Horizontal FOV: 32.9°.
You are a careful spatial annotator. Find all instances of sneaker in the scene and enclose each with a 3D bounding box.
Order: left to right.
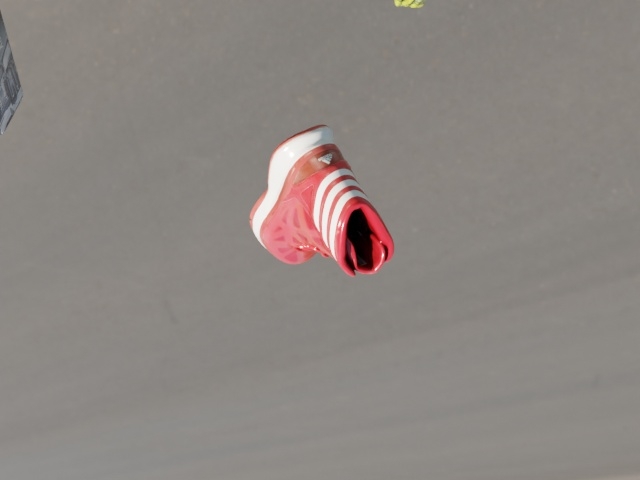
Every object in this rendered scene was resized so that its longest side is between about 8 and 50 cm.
[{"bbox_3d":[0.000,0.000,1.017,0.087,0.128,0.221,-26,159,-13],"label":"sneaker"}]

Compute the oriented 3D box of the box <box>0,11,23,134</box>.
[{"bbox_3d":[-0.435,-0.242,1.009,0.242,0.076,0.307,3,132,6],"label":"box"}]

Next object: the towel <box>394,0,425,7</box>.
[{"bbox_3d":[0.063,-0.214,0.616,0.021,0.102,0.237,-7,176,-5],"label":"towel"}]
